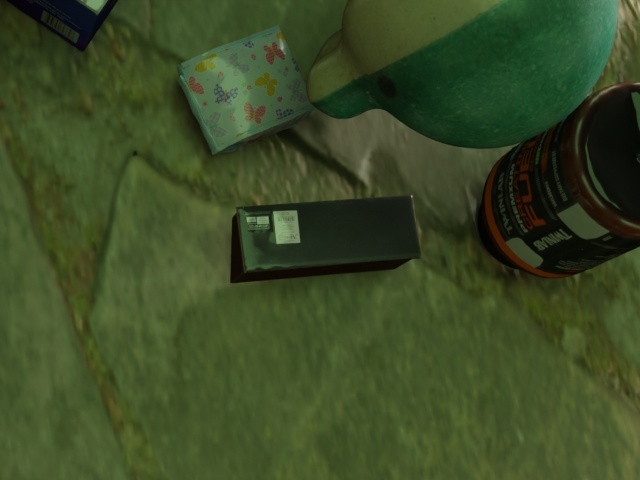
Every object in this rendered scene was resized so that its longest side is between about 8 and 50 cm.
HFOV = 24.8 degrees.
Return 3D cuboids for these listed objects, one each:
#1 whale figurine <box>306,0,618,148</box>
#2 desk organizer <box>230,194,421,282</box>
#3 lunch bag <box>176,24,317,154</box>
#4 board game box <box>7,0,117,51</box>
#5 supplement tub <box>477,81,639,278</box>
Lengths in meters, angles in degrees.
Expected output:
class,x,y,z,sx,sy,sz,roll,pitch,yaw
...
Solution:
class,x,y,z,sx,sy,sz,roll,pitch,yaw
whale figurine,0.090,-0.127,0.975,0.216,0.272,0.141,-35,98,-20
desk organizer,0.000,0.000,1.031,0.130,0.050,0.047,-4,79,-18
lunch bag,-0.057,-0.105,1.038,0.083,0.053,0.071,-26,88,-31
board game box,-0.244,-0.330,1.016,0.347,0.078,0.233,33,70,-8
supplement tub,0.179,-0.032,1.016,0.106,0.198,0.106,4,75,-16
